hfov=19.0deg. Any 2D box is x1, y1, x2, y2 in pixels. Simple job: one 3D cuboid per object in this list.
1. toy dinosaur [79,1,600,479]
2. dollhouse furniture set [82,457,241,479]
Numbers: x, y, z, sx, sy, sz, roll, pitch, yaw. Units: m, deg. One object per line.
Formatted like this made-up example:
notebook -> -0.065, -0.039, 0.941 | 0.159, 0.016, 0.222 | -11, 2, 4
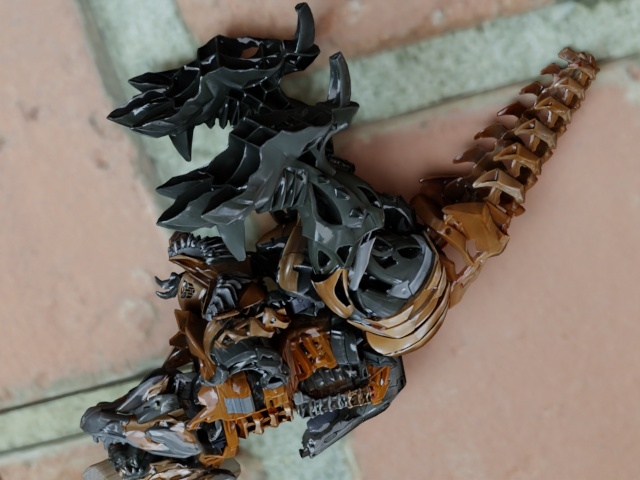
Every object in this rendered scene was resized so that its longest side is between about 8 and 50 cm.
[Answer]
toy dinosaur -> 0.000, 0.000, 1.026 | 0.322, 0.164, 0.218 | -48, 122, -17
dollhouse furniture set -> -0.057, 0.252, 1.090 | 0.242, 0.212, 0.161 | 42, 116, 17
